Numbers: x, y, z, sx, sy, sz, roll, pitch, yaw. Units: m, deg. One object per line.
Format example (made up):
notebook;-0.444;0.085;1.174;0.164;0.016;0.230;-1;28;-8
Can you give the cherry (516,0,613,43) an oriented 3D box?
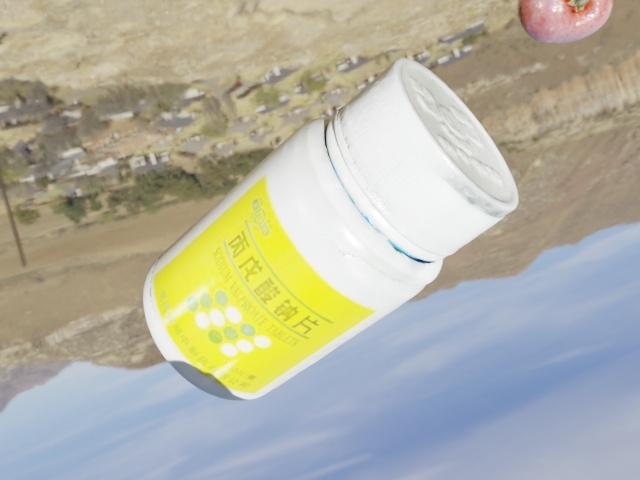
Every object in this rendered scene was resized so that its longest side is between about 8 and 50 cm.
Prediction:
cherry;0.287;-0.279;0.793;0.106;0.087;0.126;10;-156;13

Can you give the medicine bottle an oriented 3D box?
medicine bottle;0.000;0.000;0.482;0.258;0.143;0.143;-38;169;27
